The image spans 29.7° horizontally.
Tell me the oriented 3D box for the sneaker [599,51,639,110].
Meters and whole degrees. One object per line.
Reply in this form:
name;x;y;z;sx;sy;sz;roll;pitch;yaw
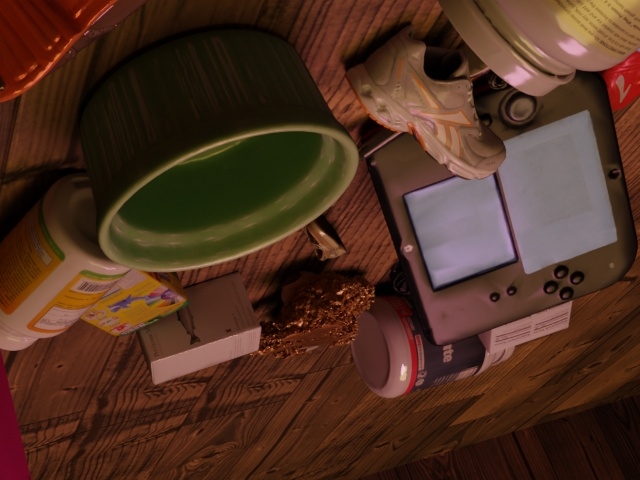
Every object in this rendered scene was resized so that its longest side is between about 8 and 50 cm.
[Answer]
sneaker;0.467;-0.252;1.618;0.107;0.118;0.279;-6;152;-32

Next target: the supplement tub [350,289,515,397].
supplement tub;0.208;0.175;2.253;0.272;0.191;0.191;-12;156;-26

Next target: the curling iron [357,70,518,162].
curling iron;0.159;-0.174;1.570;0.274;0.035;0.068;-30;112;7

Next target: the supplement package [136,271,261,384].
supplement package;-0.196;0.138;1.896;0.179;0.105;0.105;-18;158;-14

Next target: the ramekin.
ramekin;-0.123;-0.101;1.358;0.303;0.148;0.303;-19;158;-8

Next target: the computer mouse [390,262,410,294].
computer mouse;0.268;0.030;2.137;0.272;0.072;0.188;-15;156;-19

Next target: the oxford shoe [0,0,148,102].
oxford shoe;-0.175;-0.260;1.037;0.363;0.130;0.133;-34;-171;9

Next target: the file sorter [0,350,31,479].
file sorter;-0.510;0.224;1.552;0.182;0.291;0.202;-18;158;-3

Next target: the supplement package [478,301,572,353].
supplement package;0.304;0.034;1.952;0.149;0.194;0.203;-17;140;-10

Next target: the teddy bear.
teddy bear;-0.017;0.125;2.068;0.245;0.113;0.338;-20;167;13

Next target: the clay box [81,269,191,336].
clay box;-0.283;0.073;1.733;0.127;0.053;0.222;-26;159;7

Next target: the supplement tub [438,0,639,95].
supplement tub;0.282;-0.311;1.151;0.325;0.236;0.235;-37;154;31

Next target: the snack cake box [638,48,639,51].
snack cake box;0.487;-0.278;1.451;0.264;0.089;0.152;16;128;-20

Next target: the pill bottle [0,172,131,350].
pill bottle;-0.333;0.036;1.488;0.136;0.136;0.245;2;148;-46

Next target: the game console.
game console;0.265;-0.049;1.709;0.341;0.060;0.387;-22;122;-3

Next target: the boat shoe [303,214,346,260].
boat shoe;-0.001;-0.002;1.833;0.048;0.056;0.153;-30;165;5

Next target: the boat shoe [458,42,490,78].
boat shoe;0.224;-0.244;1.504;0.137;0.049;0.043;-37;156;21

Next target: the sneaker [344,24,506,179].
sneaker;0.159;-0.168;1.483;0.262;0.099;0.121;26;121;-38
